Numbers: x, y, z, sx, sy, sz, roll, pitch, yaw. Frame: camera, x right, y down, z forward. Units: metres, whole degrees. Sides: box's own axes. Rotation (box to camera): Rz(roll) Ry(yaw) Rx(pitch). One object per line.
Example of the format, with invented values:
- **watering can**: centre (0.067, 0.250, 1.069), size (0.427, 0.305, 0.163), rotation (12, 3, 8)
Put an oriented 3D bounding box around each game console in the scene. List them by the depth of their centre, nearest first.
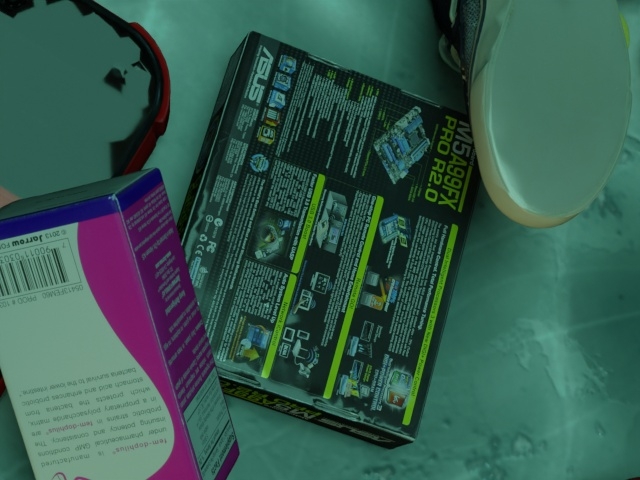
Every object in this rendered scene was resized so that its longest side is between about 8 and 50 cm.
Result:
- **game console**: centre (-0.333, -0.091, 1.024), size (0.386, 0.060, 0.342), rotation (32, 75, -8)

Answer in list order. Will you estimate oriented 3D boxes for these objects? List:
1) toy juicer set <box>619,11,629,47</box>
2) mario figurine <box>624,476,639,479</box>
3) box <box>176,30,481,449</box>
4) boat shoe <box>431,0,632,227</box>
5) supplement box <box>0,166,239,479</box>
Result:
- **toy juicer set**: centre (0.295, -0.287, 1.253), size (0.209, 0.089, 0.329), rotation (7, 74, -16)
- **mario figurine**: centre (0.228, 0.317, 1.046), size (0.198, 0.170, 0.320), rotation (49, 48, -18)
- **box**: centre (0.000, 0.000, 1.101), size (0.216, 0.060, 0.270), rotation (20, 72, -13)
- **boat shoe**: centre (0.155, -0.152, 1.131), size (0.127, 0.158, 0.340), rotation (13, 68, -15)
- **supplement box**: centre (-0.142, 0.075, 0.956), size (0.111, 0.114, 0.220), rotation (-12, 100, 11)
